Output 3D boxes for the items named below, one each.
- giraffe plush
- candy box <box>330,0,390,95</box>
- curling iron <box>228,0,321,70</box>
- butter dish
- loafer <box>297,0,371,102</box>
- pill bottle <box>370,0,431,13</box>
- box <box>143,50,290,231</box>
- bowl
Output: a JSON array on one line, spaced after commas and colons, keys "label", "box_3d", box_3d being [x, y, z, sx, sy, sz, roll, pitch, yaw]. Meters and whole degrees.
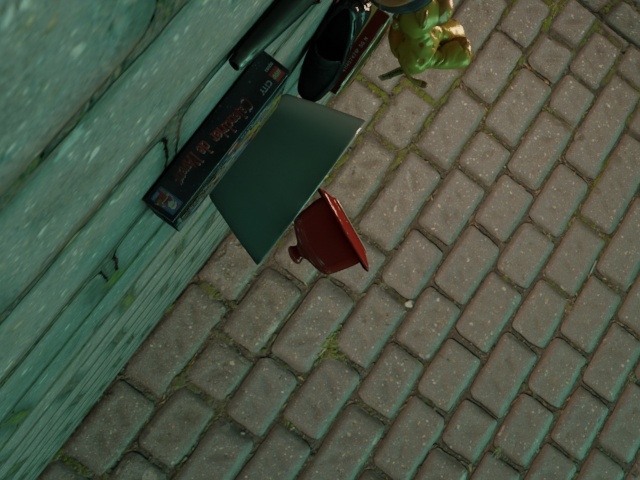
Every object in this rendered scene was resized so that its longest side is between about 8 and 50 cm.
[{"label": "giraffe plush", "box_3d": [0.201, -0.430, 1.391, 0.210, 0.181, 0.170, -38, 149, -22]}, {"label": "candy box", "box_3d": [0.062, -0.405, 1.475, 0.183, 0.088, 0.316, -53, -177, 13]}, {"label": "curling iron", "box_3d": [-0.010, -0.273, 0.766, 0.274, 0.035, 0.068, -55, -176, -27]}, {"label": "butter dish", "box_3d": [0.000, 0.000, 1.198, 0.118, 0.160, 0.160, -30, -175, 0]}, {"label": "loafer", "box_3d": [0.011, -0.325, 1.202, 0.078, 0.076, 0.223, -50, 176, -48]}, {"label": "pill bottle", "box_3d": [0.128, -0.407, 1.017, 0.130, 0.130, 0.245, -50, -175, 32]}, {"label": "box", "box_3d": [-0.132, -0.120, 0.901, 0.233, 0.044, 0.159, -53, -176, -8]}, {"label": "bowl", "box_3d": [-0.078, -0.129, 1.204, 0.311, 0.163, 0.311, -52, -176, 5]}]
